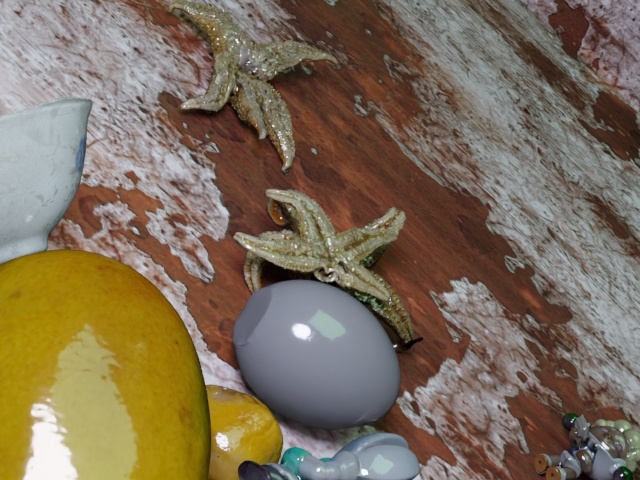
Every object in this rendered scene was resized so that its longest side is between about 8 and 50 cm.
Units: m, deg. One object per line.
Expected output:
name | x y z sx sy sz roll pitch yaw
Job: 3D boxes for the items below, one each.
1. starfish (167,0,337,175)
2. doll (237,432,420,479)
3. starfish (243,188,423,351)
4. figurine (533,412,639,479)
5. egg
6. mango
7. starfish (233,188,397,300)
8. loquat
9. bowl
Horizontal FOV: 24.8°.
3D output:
starfish | -0.104 -0.235 2.301 0.301 0.084 0.293 22 41 -24
doll | 0.008 0.326 1.685 0.258 0.195 0.153 -14 30 -43
starfish | 0.032 0.049 2.085 0.303 0.113 0.312 38 40 -2
figurine | 0.407 0.318 2.180 0.197 0.093 0.147 1 38 -46
egg | 0.000 0.151 1.855 0.232 0.176 0.176 40 30 -23
mango | -0.258 0.204 1.454 0.300 0.232 0.446 19 43 -20
starfish | 0.001 -0.002 1.997 0.247 0.050 0.138 23 44 -21
loquat | -0.112 0.232 1.702 0.137 0.113 0.137 8 56 -13
bowl | -0.373 -0.039 1.583 0.313 0.313 0.146 -22 92 -56
